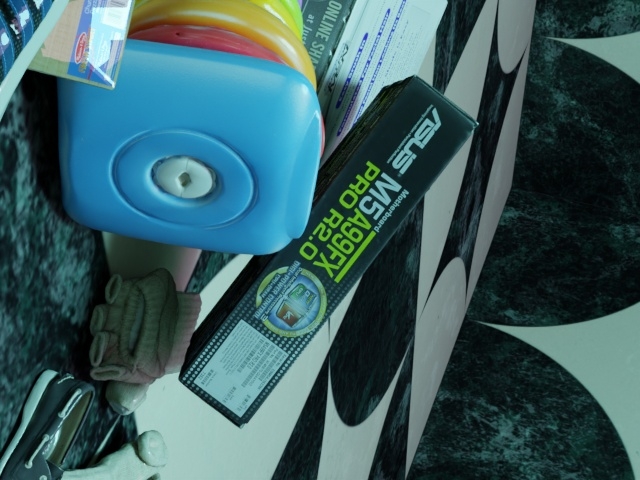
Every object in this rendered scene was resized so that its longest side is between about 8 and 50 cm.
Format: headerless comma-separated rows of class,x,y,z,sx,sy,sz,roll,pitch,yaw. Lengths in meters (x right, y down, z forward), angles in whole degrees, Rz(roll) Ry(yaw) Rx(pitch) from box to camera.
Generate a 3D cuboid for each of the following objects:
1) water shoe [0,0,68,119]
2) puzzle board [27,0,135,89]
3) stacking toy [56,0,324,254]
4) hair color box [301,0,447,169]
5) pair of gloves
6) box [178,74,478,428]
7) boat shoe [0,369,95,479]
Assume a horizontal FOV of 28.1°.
water shoe,-0.171,-0.119,0.613,0.080,0.073,0.203,52,53,-70
puzzle board,-0.144,-0.156,0.704,0.096,0.011,0.128,12,93,-36
stacking toy,-0.072,-0.149,0.886,0.175,0.165,0.302,102,-4,-49
hair color box,0.006,-0.166,1.145,0.185,0.110,0.339,-67,169,10
pair of gloves,-0.147,0.141,1.014,0.204,0.042,0.240,46,57,-74
box,0.000,0.000,0.976,0.270,0.060,0.216,-52,-175,1
boat shoe,-0.189,0.150,0.866,0.046,0.038,0.125,76,31,-62
